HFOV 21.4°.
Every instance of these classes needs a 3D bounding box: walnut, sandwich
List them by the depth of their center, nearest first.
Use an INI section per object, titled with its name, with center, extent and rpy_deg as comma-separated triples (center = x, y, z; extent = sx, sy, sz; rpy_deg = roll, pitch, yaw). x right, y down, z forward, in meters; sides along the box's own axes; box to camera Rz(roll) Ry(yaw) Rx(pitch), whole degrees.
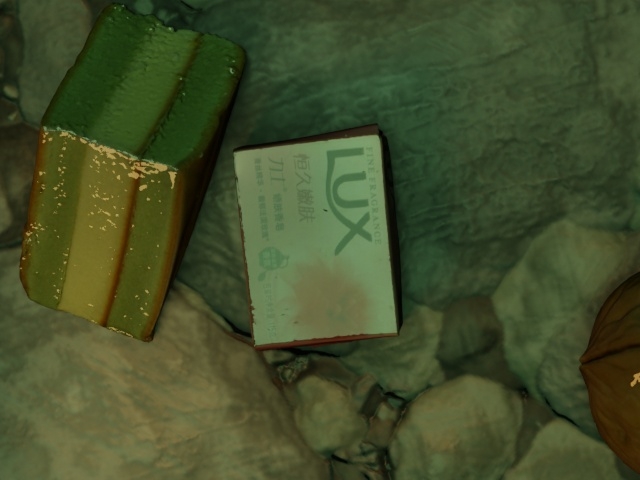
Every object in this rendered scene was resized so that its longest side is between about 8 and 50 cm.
[walnut]
center = 0.277, 0.094, 1.136
extent = 0.207, 0.167, 0.167
rpy_deg = 8, 96, 7
[sandwich]
center = -0.138, -0.047, 1.238
extent = 0.117, 0.144, 0.187
rpy_deg = 20, 132, 4

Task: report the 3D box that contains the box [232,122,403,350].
[box]
center = 0.000, 0.000, 1.205
extent = 0.111, 0.060, 0.156
rpy_deg = -7, 95, 5
